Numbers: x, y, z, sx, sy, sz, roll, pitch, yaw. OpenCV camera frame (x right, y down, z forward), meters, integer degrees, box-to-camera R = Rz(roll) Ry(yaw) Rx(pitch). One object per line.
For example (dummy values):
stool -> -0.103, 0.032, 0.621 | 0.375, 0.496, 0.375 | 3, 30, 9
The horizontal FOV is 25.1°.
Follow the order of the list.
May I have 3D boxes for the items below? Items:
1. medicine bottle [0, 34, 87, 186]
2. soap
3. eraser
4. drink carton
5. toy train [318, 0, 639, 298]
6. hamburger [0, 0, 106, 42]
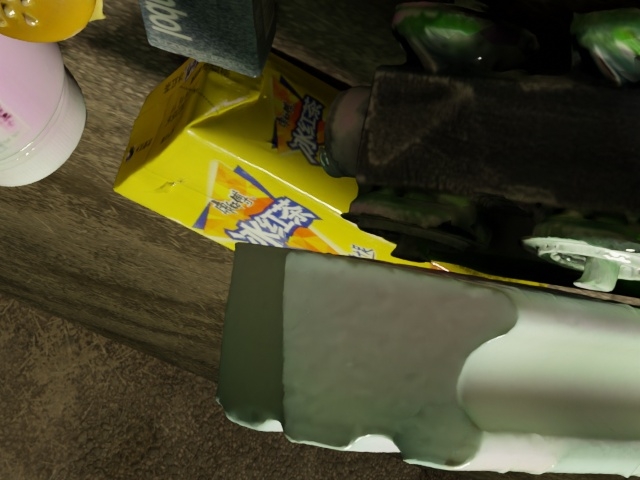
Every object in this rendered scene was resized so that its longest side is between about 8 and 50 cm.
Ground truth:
medicine bottle -> -0.295, -0.144, 1.173 | 0.152, 0.152, 0.254 | 14, 165, 16
soap -> 0.104, 0.081, 0.950 | 0.347, 0.115, 0.208 | 10, 178, -42
eraser -> -0.079, -0.178, 0.980 | 0.092, 0.046, 0.212 | 17, 166, 3
drink carton -> 0.019, -0.033, 1.215 | 0.351, 0.111, 0.154 | 28, 151, -21
toy train -> 0.166, -0.049, 0.947 | 0.307, 0.173, 0.249 | 9, 173, 34
hamburger -> -0.170, -0.194, 0.825 | 0.162, 0.115, 0.162 | 26, 143, 22
